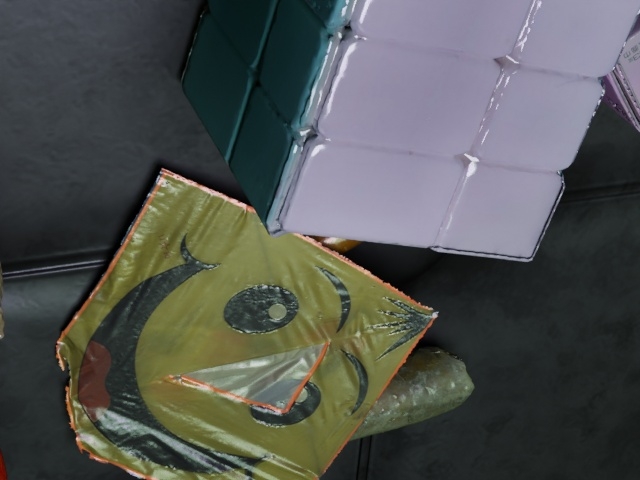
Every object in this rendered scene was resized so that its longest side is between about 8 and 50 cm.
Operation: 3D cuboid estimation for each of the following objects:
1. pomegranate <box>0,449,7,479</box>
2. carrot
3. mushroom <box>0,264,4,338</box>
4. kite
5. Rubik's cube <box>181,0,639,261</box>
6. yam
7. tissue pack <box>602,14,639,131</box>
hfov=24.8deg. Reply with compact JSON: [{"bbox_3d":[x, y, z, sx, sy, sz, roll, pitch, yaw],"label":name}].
[{"bbox_3d":[-0.360,0.192,1.093,0.257,0.221,0.221,28,107,-29],"label":"pomegranate"},{"bbox_3d":[0.000,0.000,1.228,0.248,0.043,0.043,-32,129,1],"label":"carrot"},{"bbox_3d":[-0.334,-0.048,0.996,0.177,0.126,0.397,-23,131,23],"label":"mushroom"},{"bbox_3d":[-0.059,0.097,1.234,0.328,0.013,0.377,-11,118,-2],"label":"kite"},{"bbox_3d":[0.056,-0.145,1.035,0.221,0.231,0.224,6,120,-27],"label":"Rubik's cube"},{"bbox_3d":[0.063,0.139,1.332,0.147,0.069,0.069,-15,126,-20],"label":"yam"},{"bbox_3d":[0.302,-0.211,1.151,0.246,0.148,0.092,-35,127,1],"label":"tissue pack"}]
